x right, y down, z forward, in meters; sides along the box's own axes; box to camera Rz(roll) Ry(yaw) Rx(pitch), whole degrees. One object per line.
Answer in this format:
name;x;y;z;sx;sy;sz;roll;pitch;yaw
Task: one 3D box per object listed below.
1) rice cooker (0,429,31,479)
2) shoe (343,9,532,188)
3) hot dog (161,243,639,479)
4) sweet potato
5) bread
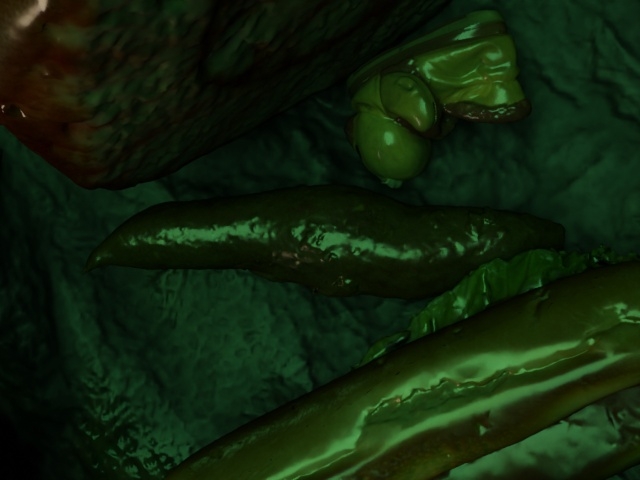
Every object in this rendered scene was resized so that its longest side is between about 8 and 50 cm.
rice cooker;-0.295;0.165;0.649;0.280;0.241;0.227;35;107;54
shoe;0.060;-0.077;0.644;0.109;0.072;0.069;-27;81;12
hot dog;0.066;0.099;0.632;0.337;0.135;0.100;-28;42;10
sweet potato;0.000;0.000;0.664;0.273;0.067;0.067;0;92;6
bread;-0.033;-0.155;0.525;0.295;0.328;0.114;-36;78;-10
